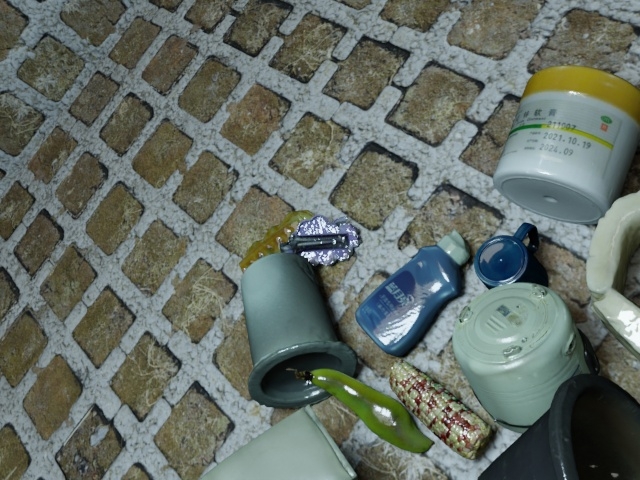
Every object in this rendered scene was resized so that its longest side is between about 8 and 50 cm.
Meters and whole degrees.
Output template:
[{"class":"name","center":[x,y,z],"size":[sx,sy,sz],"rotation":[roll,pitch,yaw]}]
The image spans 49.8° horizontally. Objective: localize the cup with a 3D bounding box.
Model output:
[{"class":"cup","center":[0.373,0.046,1.354],"size":[0.113,0.138,0.150],"rotation":[-8,64,29]}]

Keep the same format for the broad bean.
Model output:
[{"class":"broad bean","center":[0.084,0.329,1.391],"size":[0.325,0.067,0.075],"rotation":[29,54,10]}]

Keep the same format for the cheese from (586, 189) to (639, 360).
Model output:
[{"class":"cheese","center":[0.614,0.075,1.176],"size":[0.332,0.153,0.292],"rotation":[38,91,38]}]

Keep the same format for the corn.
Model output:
[{"class":"corn","center":[0.224,0.326,1.352],"size":[0.253,0.086,0.086],"rotation":[37,90,39]}]

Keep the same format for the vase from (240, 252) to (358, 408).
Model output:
[{"class":"vase","center":[-0.069,0.190,1.532],"size":[0.245,0.245,0.291],"rotation":[-33,45,15]}]

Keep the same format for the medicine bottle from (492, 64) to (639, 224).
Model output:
[{"class":"medicine bottle","center":[0.479,-0.179,1.330],"size":[0.237,0.238,0.232],"rotation":[16,77,37]}]

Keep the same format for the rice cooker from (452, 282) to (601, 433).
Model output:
[{"class":"rice cooker","center":[0.364,0.209,1.224],"size":[0.226,0.244,0.226],"rotation":[-25,29,15]}]

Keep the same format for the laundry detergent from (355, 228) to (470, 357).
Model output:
[{"class":"laundry detergent","center":[0.210,0.102,1.460],"size":[0.290,0.094,0.143],"rotation":[-49,48,4]}]

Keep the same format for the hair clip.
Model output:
[{"class":"hair clip","center":[0.000,0.001,1.625],"size":[0.195,0.052,0.124],"rotation":[-8,94,-3]}]

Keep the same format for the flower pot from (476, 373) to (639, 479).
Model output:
[{"class":"flower pot","center":[0.394,0.416,1.070],"size":[0.251,0.379,0.380],"rotation":[-39,49,38]}]

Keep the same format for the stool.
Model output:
[{"class":"stool","center":[-0.058,0.488,1.294],"size":[0.243,0.270,0.170],"rotation":[-32,52,-12]}]

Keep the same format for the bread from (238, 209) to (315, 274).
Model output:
[{"class":"bread","center":[-0.099,0.014,1.708],"size":[0.232,0.088,0.128],"rotation":[-37,59,14]}]
